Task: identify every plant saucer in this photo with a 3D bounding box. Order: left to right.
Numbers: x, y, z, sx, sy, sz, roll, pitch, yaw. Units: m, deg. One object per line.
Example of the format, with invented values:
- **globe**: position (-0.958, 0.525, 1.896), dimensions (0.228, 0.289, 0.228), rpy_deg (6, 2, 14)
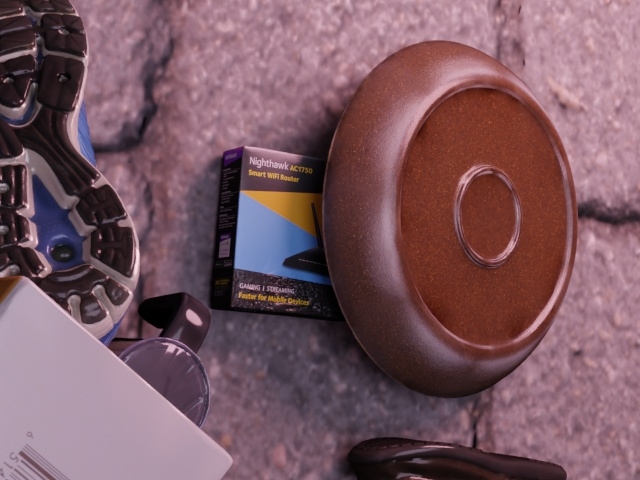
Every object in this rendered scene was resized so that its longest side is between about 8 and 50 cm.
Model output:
- **plant saucer**: position (0.129, -0.020, 1.271), dimensions (0.311, 0.050, 0.310), rpy_deg (3, 86, -44)

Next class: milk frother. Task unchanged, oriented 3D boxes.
- **milk frother**: position (-0.166, 0.083, 1.091), dimensions (0.143, 0.135, 0.129), rpy_deg (20, 77, -27)

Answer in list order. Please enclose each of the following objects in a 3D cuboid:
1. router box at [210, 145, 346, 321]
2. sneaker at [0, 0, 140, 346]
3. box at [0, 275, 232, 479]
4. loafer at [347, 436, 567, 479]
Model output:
- **router box**: position (0.000, 0.000, 1.238), dimensions (0.179, 0.046, 0.133), rpy_deg (7, 83, -29)
- **sneaker**: position (-0.216, -0.047, 1.048), dimensions (0.130, 0.147, 0.330), rpy_deg (-7, 59, -18)
- **box**: position (-0.242, 0.156, 0.924), dimensions (0.168, 0.345, 0.215), rpy_deg (44, 68, -19)
- **loafer**: position (0.121, 0.217, 1.275), dimensions (0.220, 0.080, 0.078), rpy_deg (13, 81, -28)
